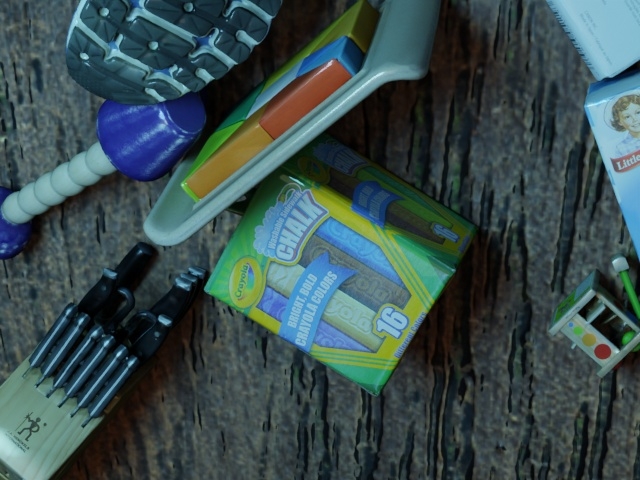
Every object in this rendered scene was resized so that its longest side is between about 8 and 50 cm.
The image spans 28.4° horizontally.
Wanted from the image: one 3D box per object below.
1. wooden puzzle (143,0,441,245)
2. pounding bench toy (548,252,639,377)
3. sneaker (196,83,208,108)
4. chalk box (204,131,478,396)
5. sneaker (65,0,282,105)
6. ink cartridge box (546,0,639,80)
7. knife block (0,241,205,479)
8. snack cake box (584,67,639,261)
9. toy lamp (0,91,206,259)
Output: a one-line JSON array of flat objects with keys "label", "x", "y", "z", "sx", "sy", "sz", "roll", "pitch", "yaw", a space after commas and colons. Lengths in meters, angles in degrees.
[{"label": "wooden puzzle", "x": -0.021, "y": -0.107, "z": 0.958, "sx": 0.238, "sy": 0.221, "sz": 0.044, "roll": -32, "pitch": 107, "yaw": 21}, {"label": "pounding bench toy", "x": 0.239, "y": 0.059, "z": 1.028, "sx": 0.065, "sy": 0.052, "sz": 0.083, "roll": 41, "pitch": 113, "yaw": 0}, {"label": "sneaker", "x": -0.090, "y": -0.167, "z": 1.045, "sx": 0.071, "sy": 0.068, "sz": 0.170, "roll": 17, "pitch": 110, "yaw": 4}, {"label": "chalk box", "x": 0.000, "y": 0.000, "z": 1.035, "sx": 0.213, "sy": 0.132, "sz": 0.132, "roll": 32, "pitch": 113, "yaw": 3}, {"label": "sneaker", "x": -0.077, "y": -0.245, "z": 0.960, "sx": 0.129, "sy": 0.147, "sz": 0.330, "roll": 38, "pitch": 92, "yaw": -29}, {"label": "ink cartridge box", "x": 0.257, "y": -0.254, "z": 0.938, "sx": 0.224, "sy": 0.056, "sz": 0.181, "roll": -33, "pitch": 96, "yaw": 4}, {"label": "knife block", "x": -0.214, "y": 0.121, "z": 1.172, "sx": 0.088, "sy": 0.242, "sz": 0.276, "roll": 41, "pitch": 158, "yaw": 1}, {"label": "snack cake box", "x": 0.346, "y": -0.083, "z": 0.933, "sx": 0.264, "sy": 0.089, "sz": 0.152, "roll": -19, "pitch": 102, "yaw": 20}, {"label": "toy lamp", "x": -0.202, "y": -0.059, "z": 1.061, "sx": 0.274, "sy": 0.080, "sz": 0.080, "roll": -24, "pitch": 99, "yaw": 37}]
